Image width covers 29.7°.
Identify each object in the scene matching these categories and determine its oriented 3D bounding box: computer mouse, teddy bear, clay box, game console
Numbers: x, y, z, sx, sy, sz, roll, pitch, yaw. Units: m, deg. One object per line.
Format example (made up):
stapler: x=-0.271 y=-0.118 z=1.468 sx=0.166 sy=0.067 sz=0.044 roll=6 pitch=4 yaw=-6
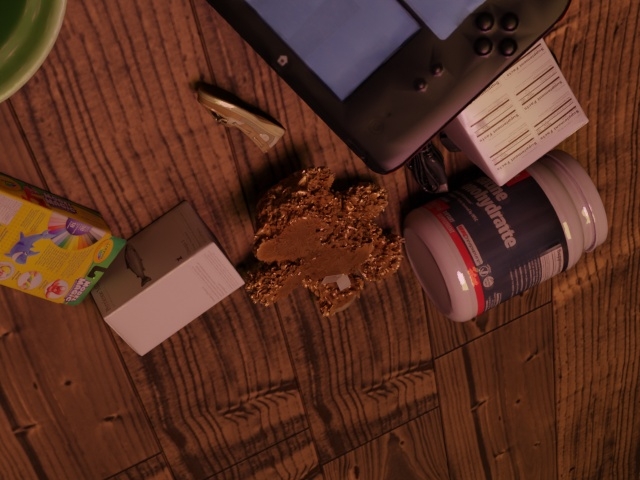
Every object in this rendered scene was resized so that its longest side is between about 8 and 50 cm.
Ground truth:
computer mouse: x=0.249 y=-0.183 z=1.774 sx=0.272 sy=0.072 sz=0.188 roll=-31 pitch=136 yaw=-5
teddy bear: x=0.000 y=0.000 z=1.769 sx=0.338 sy=0.113 sz=0.245 roll=15 pitch=126 yaw=-48
clay box: x=-0.373 y=0.000 z=1.553 sx=0.222 sy=0.053 sz=0.127 roll=25 pitch=111 yaw=-45
game console: x=0.066 y=-0.318 z=1.402 sx=0.342 sy=0.060 sz=0.386 roll=-43 pitch=101 yaw=7

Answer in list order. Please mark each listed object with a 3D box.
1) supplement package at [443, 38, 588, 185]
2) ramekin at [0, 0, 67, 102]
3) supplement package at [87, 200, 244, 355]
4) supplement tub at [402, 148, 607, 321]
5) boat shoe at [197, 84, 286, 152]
supplement package: x=0.214 y=-0.220 z=1.592 sx=0.149 sy=0.194 sz=0.203 roll=-36 pitch=121 yaw=2
ramekin: x=-0.421 y=-0.275 z=1.208 sx=0.303 sy=0.148 sz=0.303 roll=-18 pitch=135 yaw=-19
supplement package: x=-0.216 y=0.052 z=1.660 sx=0.179 sy=0.105 sz=0.105 roll=-36 pitch=138 yaw=-1
supplement tub: x=0.282 y=-0.010 z=1.859 sx=0.272 sy=0.191 sz=0.191 roll=-26 pitch=137 yaw=-11
boat shoe: x=-0.109 y=-0.158 z=1.582 sx=0.153 sy=0.056 sz=0.048 roll=22 pitch=109 yaw=-51
